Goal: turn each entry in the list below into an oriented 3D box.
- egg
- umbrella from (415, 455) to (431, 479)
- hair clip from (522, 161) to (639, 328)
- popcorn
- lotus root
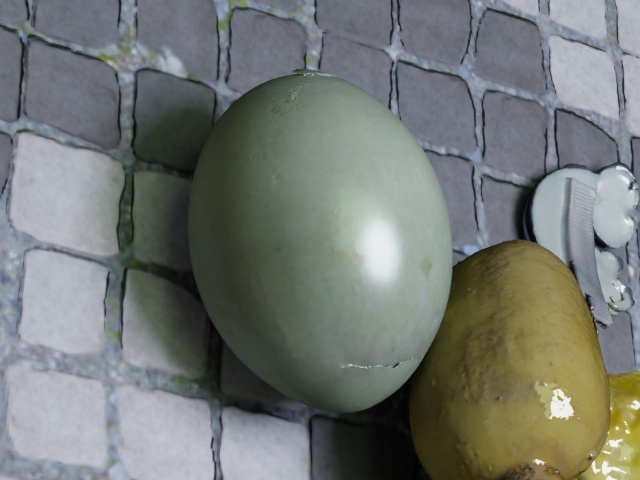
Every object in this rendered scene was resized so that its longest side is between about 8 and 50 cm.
[{"bbox_3d":[0.000,0.000,1.359,0.186,0.186,0.253,1,71,-35],"label":"egg"},{"bbox_3d":[0.068,0.279,1.343,0.143,0.094,0.349,39,48,-25],"label":"umbrella"},{"bbox_3d":[0.223,0.000,1.611,0.116,0.049,0.172,21,56,-32],"label":"hair clip"},{"bbox_3d":[0.235,0.184,1.471,0.180,0.170,0.180,18,23,-8],"label":"popcorn"},{"bbox_3d":[0.135,0.097,1.386,0.131,0.146,0.303,27,32,-16],"label":"lotus root"}]
